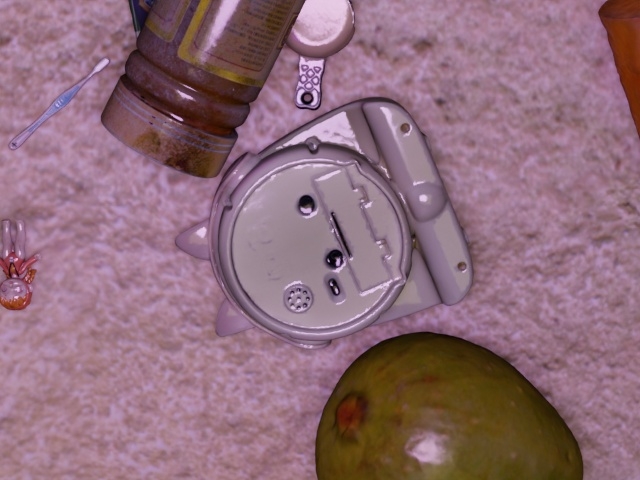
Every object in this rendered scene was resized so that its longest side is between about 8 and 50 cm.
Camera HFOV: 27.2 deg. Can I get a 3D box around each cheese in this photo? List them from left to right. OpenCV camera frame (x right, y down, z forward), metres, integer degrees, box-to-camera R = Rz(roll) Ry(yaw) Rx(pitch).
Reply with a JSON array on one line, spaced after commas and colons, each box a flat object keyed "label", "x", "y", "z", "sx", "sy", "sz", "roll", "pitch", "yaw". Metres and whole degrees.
[{"label": "cheese", "x": -0.002, "y": -0.241, "z": 1.554, "sx": 0.092, "sy": 0.047, "sz": 0.171, "roll": -12, "pitch": 100, "yaw": 3}]

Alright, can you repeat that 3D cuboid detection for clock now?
[{"label": "clock", "x": 0.000, "y": 0.000, "z": 1.569, "sx": 0.324, "sy": 0.108, "sz": 0.265, "roll": -24, "pitch": 101, "yaw": 2}]

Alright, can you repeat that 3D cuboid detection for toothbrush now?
[{"label": "toothbrush", "x": -0.310, "y": -0.162, "z": 1.568, "sx": 0.162, "sy": 0.017, "sz": 0.014, "roll": -41, "pitch": 100, "yaw": 4}]

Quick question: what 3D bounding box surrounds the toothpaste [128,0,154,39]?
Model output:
[{"label": "toothpaste", "x": -0.221, "y": -0.408, "z": 1.503, "sx": 0.099, "sy": 0.061, "sz": 0.392, "roll": -20, "pitch": 106, "yaw": -7}]

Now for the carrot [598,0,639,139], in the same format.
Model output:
[{"label": "carrot", "x": 0.445, "y": -0.181, "z": 1.532, "sx": 0.196, "sy": 0.196, "sz": 0.254, "roll": -19, "pitch": 109, "yaw": 1}]

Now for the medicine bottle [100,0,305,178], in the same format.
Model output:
[{"label": "medicine bottle", "x": -0.112, "y": -0.244, "z": 1.477, "sx": 0.151, "sy": 0.151, "sz": 0.322, "roll": 26, "pitch": 105, "yaw": -7}]

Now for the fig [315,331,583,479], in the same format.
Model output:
[{"label": "fig", "x": 0.162, "y": 0.246, "z": 1.565, "sx": 0.326, "sy": 0.258, "sz": 0.258, "roll": 15, "pitch": 100, "yaw": -23}]

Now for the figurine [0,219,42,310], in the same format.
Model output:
[{"label": "figurine", "x": -0.365, "y": 0.029, "z": 1.588, "sx": 0.064, "sy": 0.047, "sz": 0.109, "roll": -1, "pitch": 92, "yaw": 4}]
